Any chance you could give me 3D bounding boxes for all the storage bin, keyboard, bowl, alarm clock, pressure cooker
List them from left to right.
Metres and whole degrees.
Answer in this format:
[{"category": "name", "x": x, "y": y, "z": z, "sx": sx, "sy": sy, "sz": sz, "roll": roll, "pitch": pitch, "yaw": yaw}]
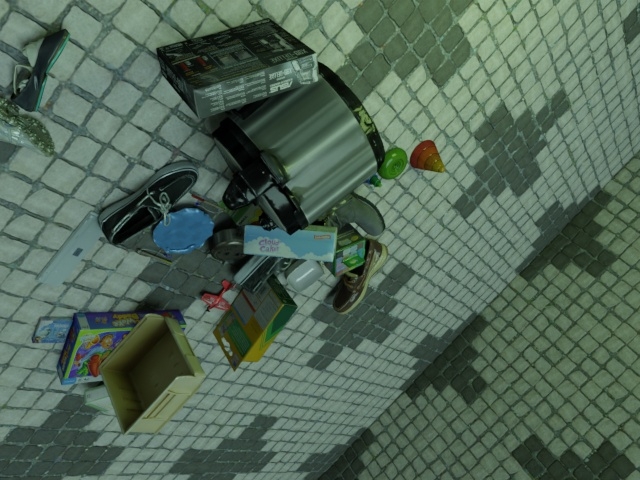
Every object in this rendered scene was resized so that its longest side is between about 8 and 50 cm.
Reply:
[{"category": "keyboard", "x": -0.674, "y": 0.028, "z": 1.470, "sx": 0.256, "sy": 0.014, "sz": 0.072, "roll": -48, "pitch": 146, "yaw": 9}, {"category": "storage bin", "x": -0.511, "y": 0.403, "z": 1.634, "sx": 0.260, "sy": 0.262, "sz": 0.123, "roll": -47, "pitch": 142, "yaw": 8}, {"category": "alarm clock", "x": -0.278, "y": 0.008, "z": 1.695, "sx": 0.129, "sy": 0.064, "sz": 0.192, "roll": 6, "pitch": 142, "yaw": -33}, {"category": "pressure cooker", "x": -0.085, "y": -0.221, "z": 1.431, "sx": 0.420, "sy": 0.375, "sz": 0.370, "roll": -38, "pitch": 145, "yaw": -4}, {"category": "bowl", "x": -0.067, "y": 0.119, "z": 2.029, "sx": 0.142, "sy": 0.053, "sz": 0.142, "roll": -38, "pitch": 143, "yaw": -4}]

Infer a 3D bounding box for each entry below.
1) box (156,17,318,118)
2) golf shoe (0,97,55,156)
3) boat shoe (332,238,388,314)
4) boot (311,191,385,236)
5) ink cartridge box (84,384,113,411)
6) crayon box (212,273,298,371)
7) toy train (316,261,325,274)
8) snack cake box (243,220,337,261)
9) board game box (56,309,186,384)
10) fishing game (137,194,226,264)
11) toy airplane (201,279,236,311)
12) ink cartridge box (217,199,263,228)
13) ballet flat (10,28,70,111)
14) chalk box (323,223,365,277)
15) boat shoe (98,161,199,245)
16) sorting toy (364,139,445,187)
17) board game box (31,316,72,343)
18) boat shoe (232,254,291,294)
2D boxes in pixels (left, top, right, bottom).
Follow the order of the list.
[{"category": "box", "x": -0.195, "y": -0.414, "z": 1.261, "sx": 0.307, "sy": 0.242, "sz": 0.077, "roll": -25, "pitch": 139, "yaw": -21}, {"category": "golf shoe", "x": -0.673, "y": -0.241, "z": 1.188, "sx": 0.085, "sy": 0.069, "sz": 0.176, "roll": -18, "pitch": 146, "yaw": 14}, {"category": "boat shoe", "x": 0.136, "y": 0.142, "z": 2.178, "sx": 0.123, "sy": 0.123, "sz": 0.342, "roll": 25, "pitch": 105, "yaw": -40}, {"category": "boot", "x": 0.070, "y": -0.066, "z": 1.798, "sx": 0.338, "sy": 0.118, "sz": 0.223, "roll": 43, "pitch": 57, "yaw": -28}, {"category": "ink cartridge box", "x": -0.657, "y": 0.515, "z": 1.835, "sx": 0.234, "sy": 0.056, "sz": 0.171, "roll": -14, "pitch": 155, "yaw": -6}, {"category": "crayon box", "x": -0.239, "y": 0.285, "z": 1.924, "sx": 0.083, "sy": 0.203, "sz": 0.323, "roll": 17, "pitch": 115, "yaw": -48}, {"category": "toy train", "x": 0.000, "y": 0.000, "z": 1.821, "sx": 0.143, "sy": 0.248, "sz": 0.105, "roll": -18, "pitch": 155, "yaw": -37}, {"category": "snack cake box", "x": -0.085, "y": -0.001, "z": 1.607, "sx": 0.264, "sy": 0.152, "sz": 0.089, "roll": 5, "pitch": 99, "yaw": 4}, {"category": "board game box", "x": -0.640, "y": 0.341, "z": 1.742, "sx": 0.346, "sy": 0.078, "sz": 0.233, "roll": 4, "pitch": 124, "yaw": -42}, {"category": "fishing game", "x": -0.410, "y": -0.032, "z": 1.612, "sx": 0.264, "sy": 0.041, "sz": 0.189, "roll": -45, "pitch": 142, "yaw": 18}, {"category": "toy airplane", "x": -0.353, "y": 0.195, "z": 1.882, "sx": 0.151, "sy": 0.028, "sz": 0.151, "roll": -24, "pitch": 140, "yaw": -22}, {"category": "ink cartridge box", "x": -0.213, "y": -0.091, "z": 1.698, "sx": 0.109, "sy": 0.062, "sz": 0.209, "roll": -48, "pitch": 141, "yaw": 10}, {"category": "ballet flat", "x": -0.593, "y": -0.362, "z": 1.119, "sx": 0.074, "sy": 0.074, "sz": 0.203, "roll": 12, "pitch": 124, "yaw": -45}, {"category": "chalk box", "x": 0.076, "y": 0.032, "z": 1.935, "sx": 0.132, "sy": 0.213, "sz": 0.132, "roll": -22, "pitch": 138, "yaw": -22}, {"category": "boat shoe", "x": -0.451, "y": -0.098, "z": 1.454, "sx": 0.306, "sy": 0.105, "sz": 0.113, "roll": -33, "pitch": 142, "yaw": -16}, {"category": "sorting toy", "x": 0.311, "y": -0.254, "z": 1.930, "sx": 0.365, "sy": 0.126, "sz": 0.127, "roll": -19, "pitch": 137, "yaw": -27}, {"category": "board game box", "x": -0.794, "y": 0.266, "z": 1.589, "sx": 0.090, "sy": 0.020, "sz": 0.090, "roll": 8, "pitch": 120, "yaw": -44}, {"category": "boat shoe", "x": -0.152, "y": 0.055, "z": 1.797, "sx": 0.119, "sy": 0.121, "sz": 0.335, "roll": 42, "pitch": 118, "yaw": -9}]
